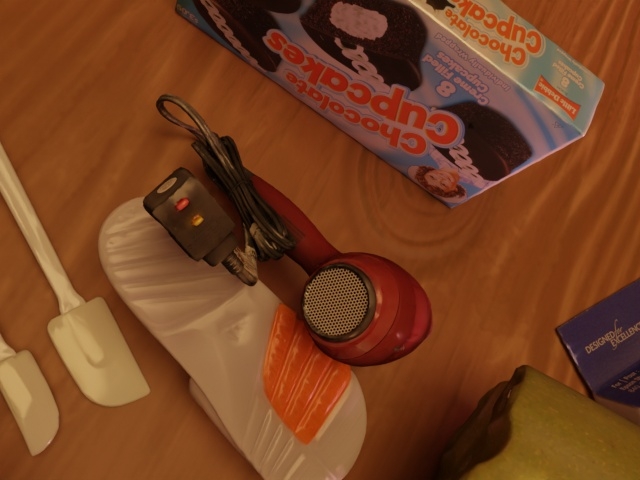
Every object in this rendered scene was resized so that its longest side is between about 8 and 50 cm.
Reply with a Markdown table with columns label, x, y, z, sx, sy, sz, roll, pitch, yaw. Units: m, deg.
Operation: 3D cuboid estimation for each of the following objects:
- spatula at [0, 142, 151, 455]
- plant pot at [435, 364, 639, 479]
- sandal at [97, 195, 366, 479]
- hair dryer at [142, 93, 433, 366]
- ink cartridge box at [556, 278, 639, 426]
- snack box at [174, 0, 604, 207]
| label | x | y | z | sx | sy | sz | roll | pitch | yaw |
| --- | --- | --- | --- | --- | --- | --- | --- | --- | --- |
| spatula | -0.247 | 0.043 | 0.446 | 0.168 | 0.019 | 0.242 | -28 | 91 | -29 |
| plant pot | 0.197 | 0.233 | 0.448 | 0.254 | 0.276 | 0.276 | 37 | 66 | 13 |
| sandal | -0.063 | 0.077 | 0.483 | 0.102 | 0.076 | 0.265 | -41 | 104 | -21 |
| hair dryer | 0.000 | 0.000 | 0.487 | 0.080 | 0.223 | 0.293 | -40 | 117 | 13 |
| ink cartridge box | 0.431 | 0.165 | 0.648 | 0.303 | 0.072 | 0.307 | -23 | 87 | -23 |
| snack box | 0.040 | -0.161 | 0.526 | 0.322 | 0.187 | 0.060 | 34 | 68 | -8 |
